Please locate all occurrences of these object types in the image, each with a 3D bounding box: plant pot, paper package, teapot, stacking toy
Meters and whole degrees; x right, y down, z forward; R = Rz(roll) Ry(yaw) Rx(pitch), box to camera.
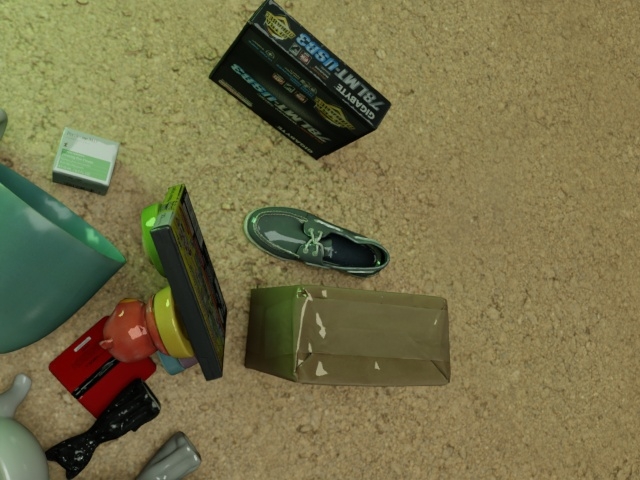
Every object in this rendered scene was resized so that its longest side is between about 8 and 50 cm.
[{"bbox_3d":[-0.509,0.038,1.087,0.293,0.293,0.235,40,84,-15],"label":"plant pot"},{"bbox_3d":[0.040,0.180,1.273,0.310,0.325,0.168,7,82,-22],"label":"paper package"},{"bbox_3d":[-0.542,0.397,1.091,0.256,0.187,0.252,-40,80,4],"label":"teapot"},{"bbox_3d":[-0.293,0.100,1.184,0.131,0.309,0.279,-16,73,0],"label":"stacking toy"}]

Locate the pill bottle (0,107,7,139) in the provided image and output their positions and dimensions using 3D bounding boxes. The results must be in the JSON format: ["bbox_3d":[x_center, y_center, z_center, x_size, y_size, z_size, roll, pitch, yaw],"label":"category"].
[{"bbox_3d":[-0.677,-0.216,1.102,0.265,0.153,0.153,30,74,-16],"label":"pill bottle"}]

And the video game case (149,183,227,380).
[{"bbox_3d":[-0.219,0.063,1.156,0.035,0.248,0.274,-15,111,-1],"label":"video game case"}]

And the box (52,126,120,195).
[{"bbox_3d":[-0.431,-0.143,1.228,0.101,0.102,0.087,15,77,-20],"label":"box"}]

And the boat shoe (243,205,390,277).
[{"bbox_3d":[0.000,0.000,1.397,0.320,0.099,0.116,20,78,-20],"label":"boat shoe"}]

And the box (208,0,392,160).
[{"bbox_3d":[-0.050,-0.294,1.301,0.296,0.293,0.073,37,71,-16],"label":"box"}]

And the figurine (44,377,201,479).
[{"bbox_3d":[-0.354,0.398,1.219,0.209,0.092,0.214,-36,104,-14],"label":"figurine"}]

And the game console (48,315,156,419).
[{"bbox_3d":[-0.405,0.237,1.249,0.124,0.085,0.144,39,68,18],"label":"game console"}]
